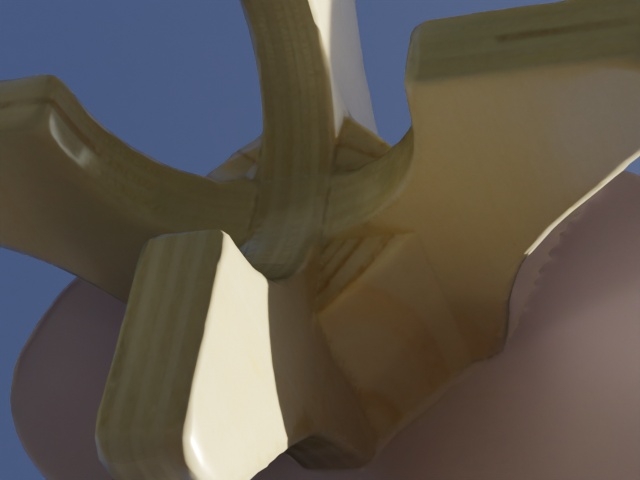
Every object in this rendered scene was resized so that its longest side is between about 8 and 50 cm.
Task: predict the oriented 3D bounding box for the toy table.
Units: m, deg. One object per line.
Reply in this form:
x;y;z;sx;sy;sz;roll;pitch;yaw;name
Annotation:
0.000;0.000;0.509;0.274;0.161;0.252;-14;-133;11;toy table
